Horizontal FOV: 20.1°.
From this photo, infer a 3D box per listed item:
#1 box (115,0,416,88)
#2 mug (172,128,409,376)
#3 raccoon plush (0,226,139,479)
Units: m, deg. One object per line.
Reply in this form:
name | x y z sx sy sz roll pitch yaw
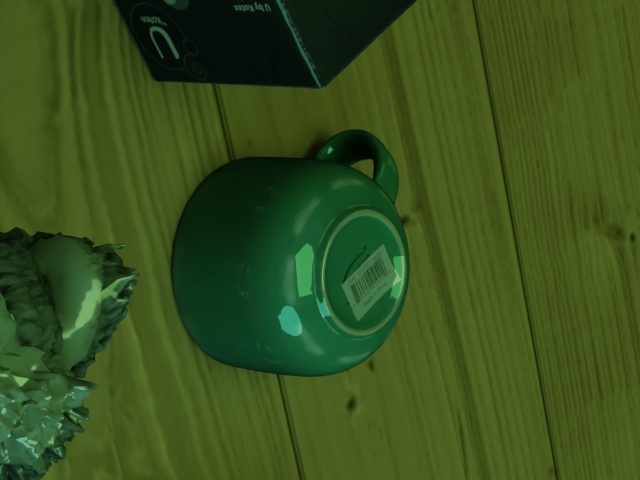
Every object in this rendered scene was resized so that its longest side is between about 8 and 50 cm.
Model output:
box | -0.051 -0.237 0.975 0.165 0.143 0.270 -45 124 -32
mug | -0.007 0.003 1.074 0.129 0.097 0.157 12 85 -46
raccoon plush | -0.207 0.190 0.881 0.446 0.216 0.299 94 19 -45
